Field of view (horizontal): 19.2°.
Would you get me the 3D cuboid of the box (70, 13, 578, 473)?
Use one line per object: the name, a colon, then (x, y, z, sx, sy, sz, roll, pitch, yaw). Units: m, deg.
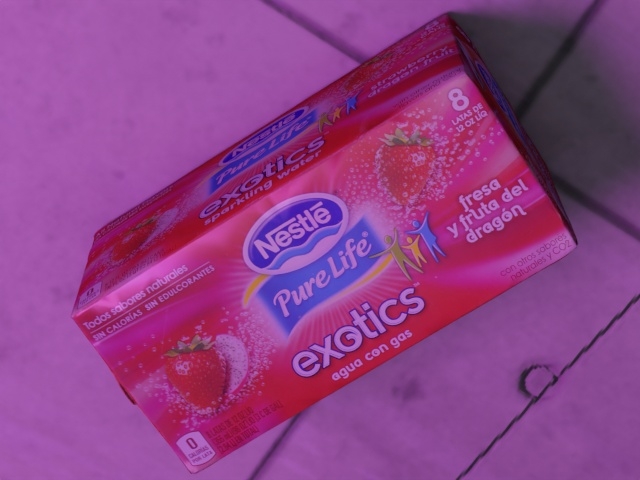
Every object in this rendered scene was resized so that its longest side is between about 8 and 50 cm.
box: (0.000, 0.000, 1.065, 0.256, 0.128, 0.123, -31, 109, 11)
